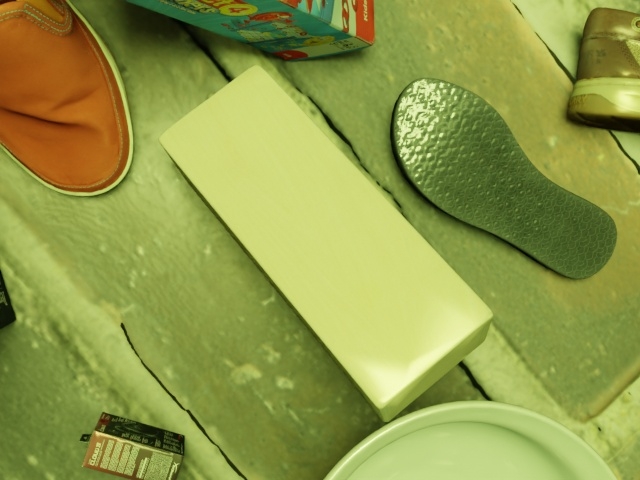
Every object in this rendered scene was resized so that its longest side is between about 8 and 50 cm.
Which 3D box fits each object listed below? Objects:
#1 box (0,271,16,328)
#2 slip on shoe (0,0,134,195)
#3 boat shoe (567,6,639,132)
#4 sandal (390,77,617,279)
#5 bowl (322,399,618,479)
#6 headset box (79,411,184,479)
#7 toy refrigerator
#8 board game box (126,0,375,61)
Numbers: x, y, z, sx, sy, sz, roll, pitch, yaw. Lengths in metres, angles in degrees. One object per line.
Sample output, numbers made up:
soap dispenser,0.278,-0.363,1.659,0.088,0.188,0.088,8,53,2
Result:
box,-0.346,-0.052,0.439,0.179,0.343,0.312,-16,94,-10
slip on shoe,-0.230,-0.153,0.516,0.123,0.101,0.331,-17,132,1
boat shoe,0.398,-0.155,0.680,0.342,0.123,0.123,4,92,-4
sandal,0.158,-0.047,0.678,0.254,0.054,0.097,37,92,-18
bowl,0.105,0.270,0.628,0.298,0.134,0.297,0,91,-9
headset box,-0.157,0.172,0.617,0.083,0.062,0.032,18,87,-11
toy refrigerator,0.000,0.000,0.575,0.102,0.094,0.269,-39,70,-7
board game box,-0.065,-0.306,0.509,0.086,0.302,0.308,-1,92,28
